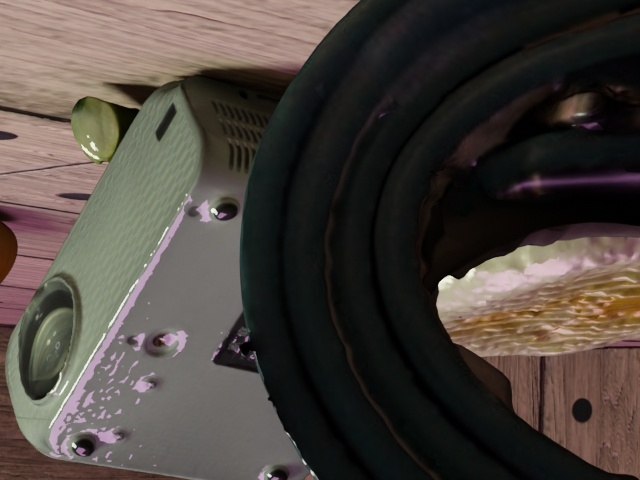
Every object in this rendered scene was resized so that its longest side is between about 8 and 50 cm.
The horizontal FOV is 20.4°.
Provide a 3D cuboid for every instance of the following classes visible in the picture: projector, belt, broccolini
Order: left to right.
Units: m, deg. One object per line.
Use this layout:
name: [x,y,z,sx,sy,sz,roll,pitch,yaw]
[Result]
broccolini: [-0.110,-0.034,1.253,0.079,0.074,0.392,-6,173,12]
projector: [-0.055,0.036,1.100,0.198,0.108,0.250,14,124,-32]
belt: [0.194,0.022,0.637,0.436,0.300,0.173,2,174,9]

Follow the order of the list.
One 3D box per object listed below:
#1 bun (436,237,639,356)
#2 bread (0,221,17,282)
bun: [0.124,-0.026,0.931,0.244,0.153,0.244,-10,159,-4]
bread: [-0.370,0.013,1.729,0.134,0.085,0.173,2,173,4]
